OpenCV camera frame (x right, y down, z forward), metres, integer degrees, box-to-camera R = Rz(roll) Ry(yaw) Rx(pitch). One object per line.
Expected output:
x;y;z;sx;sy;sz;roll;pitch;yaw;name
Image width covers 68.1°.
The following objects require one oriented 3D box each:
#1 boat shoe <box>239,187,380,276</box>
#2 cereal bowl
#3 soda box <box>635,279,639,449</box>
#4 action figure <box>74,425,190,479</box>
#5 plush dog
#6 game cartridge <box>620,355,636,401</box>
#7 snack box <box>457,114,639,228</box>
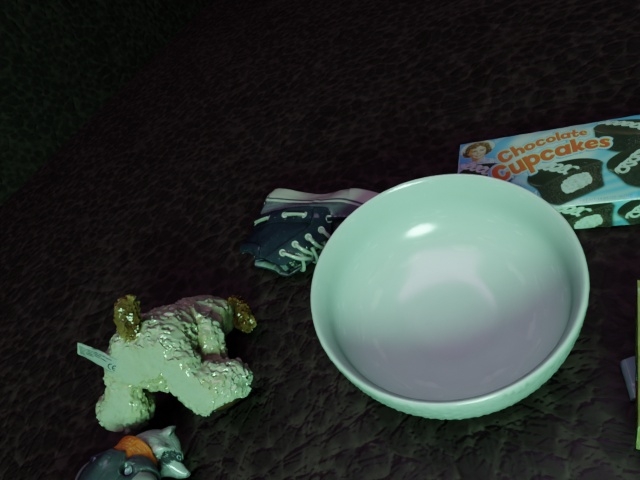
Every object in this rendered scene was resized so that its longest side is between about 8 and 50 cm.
0.000;0.000;0.858;0.340;0.127;0.158;6;59;44;boat shoe
0.167;0.079;0.640;0.339;0.141;0.339;-13;50;16;cereal bowl
0.376;0.133;0.513;0.058;0.061;0.181;2;51;32;soda box
-0.247;0.367;0.569;0.341;0.179;0.330;-6;26;19;action figure
-0.233;0.162;0.779;0.262;0.211;0.225;-19;7;15;plush dog
0.394;0.155;0.540;0.083;0.017;0.056;-10;42;22;game cartridge
0.387;-0.103;0.762;0.322;0.060;0.187;-6;47;26;snack box
